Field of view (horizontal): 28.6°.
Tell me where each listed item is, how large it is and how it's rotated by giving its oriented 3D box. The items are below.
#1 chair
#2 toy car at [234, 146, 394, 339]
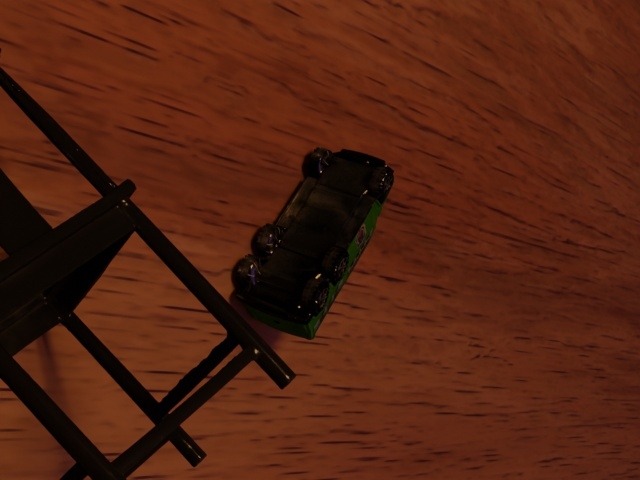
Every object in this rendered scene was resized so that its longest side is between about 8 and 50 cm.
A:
[{"bbox_3d":[-0.166,0.039,0.689,0.260,0.141,0.154,47,44,3],"label":"chair"},{"bbox_3d":[0.000,0.000,0.984,0.165,0.071,0.062,-59,157,-29],"label":"toy car"}]
